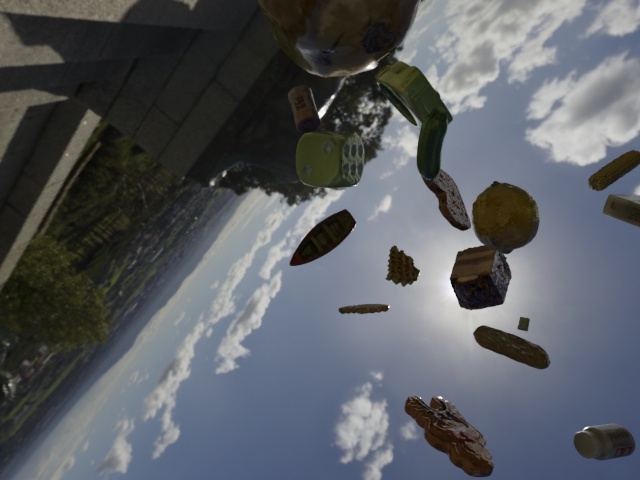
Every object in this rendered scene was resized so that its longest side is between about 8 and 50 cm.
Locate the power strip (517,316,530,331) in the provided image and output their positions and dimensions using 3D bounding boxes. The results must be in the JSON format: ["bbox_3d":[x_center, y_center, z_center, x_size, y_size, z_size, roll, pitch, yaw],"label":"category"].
[{"bbox_3d":[0.843,0.346,1.718,0.040,0.016,0.090,9,-153,29],"label":"power strip"}]

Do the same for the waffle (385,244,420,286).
[{"bbox_3d":[0.278,0.092,1.476,0.192,0.160,0.046,-20,146,-48],"label":"waffle"}]

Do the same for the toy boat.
[{"bbox_3d":[0.000,0.000,1.870,0.392,0.136,0.079,-39,-177,-23],"label":"toy boat"}]

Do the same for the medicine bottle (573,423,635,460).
[{"bbox_3d":[0.731,0.522,1.071,0.079,0.139,0.079,-175,-90,-68],"label":"medicine bottle"}]

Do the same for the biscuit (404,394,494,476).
[{"bbox_3d":[0.396,0.578,1.268,0.334,0.201,0.047,-134,-124,-68],"label":"biscuit"}]

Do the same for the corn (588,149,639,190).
[{"bbox_3d":[1.180,-0.281,1.662,0.238,0.080,0.080,-36,-168,-1],"label":"corn"}]

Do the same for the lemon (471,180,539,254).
[{"bbox_3d":[0.565,-0.071,1.273,0.192,0.231,0.192,-12,-174,1],"label":"lemon"}]

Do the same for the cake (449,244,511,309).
[{"bbox_3d":[0.667,0.171,1.728,0.196,0.199,0.293,-13,-155,36],"label":"cake"}]

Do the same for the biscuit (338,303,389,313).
[{"bbox_3d":[0.197,0.308,1.860,0.144,0.224,0.033,15,71,-80],"label":"biscuit"}]

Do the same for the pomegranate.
[{"bbox_3d":[0.033,-0.497,0.807,0.332,0.332,0.332,-48,-168,13],"label":"pomegranate"}]

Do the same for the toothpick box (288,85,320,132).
[{"bbox_3d":[-0.063,-0.505,1.594,0.098,0.098,0.149,-38,-120,47],"label":"toothpick box"}]

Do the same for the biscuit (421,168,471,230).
[{"bbox_3d":[0.497,-0.173,1.671,0.052,0.262,0.277,-31,-118,38],"label":"biscuit"}]

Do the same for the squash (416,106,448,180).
[{"bbox_3d":[0.316,-0.271,1.180,0.068,0.077,0.219,-59,157,-47],"label":"squash"}]

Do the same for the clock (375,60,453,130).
[{"bbox_3d":[0.279,-0.472,1.334,0.096,0.235,0.308,-44,-146,12],"label":"clock"}]

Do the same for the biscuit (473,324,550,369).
[{"bbox_3d":[0.373,0.207,0.812,0.071,0.147,0.018,-48,155,-55],"label":"biscuit"}]

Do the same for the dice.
[{"bbox_3d":[0.046,-0.380,1.937,0.249,0.255,0.252,9,-163,30],"label":"dice"}]

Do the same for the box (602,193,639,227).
[{"bbox_3d":[0.967,-0.066,1.174,0.243,0.155,0.067,-127,-139,-60],"label":"box"}]
